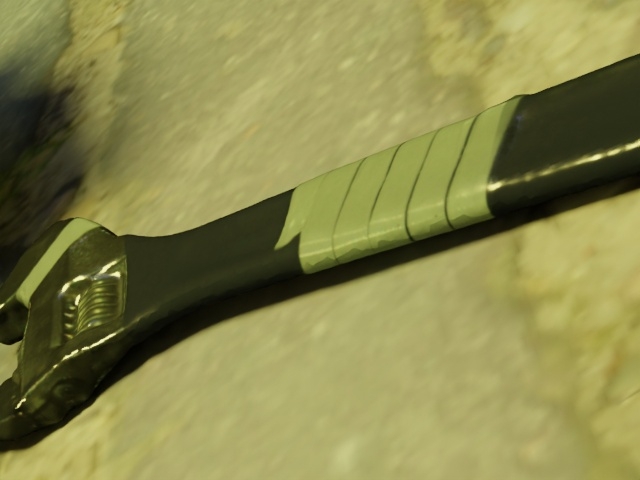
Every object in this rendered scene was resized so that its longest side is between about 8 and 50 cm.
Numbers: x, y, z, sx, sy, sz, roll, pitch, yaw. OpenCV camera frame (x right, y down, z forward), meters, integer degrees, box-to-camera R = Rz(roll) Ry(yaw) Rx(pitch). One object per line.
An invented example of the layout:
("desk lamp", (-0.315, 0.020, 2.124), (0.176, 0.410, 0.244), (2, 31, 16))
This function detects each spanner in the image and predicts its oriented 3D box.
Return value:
("spanner", (0.000, 0.000, 0.501), (0.316, 0.024, 0.087), (-18, 35, 38))
